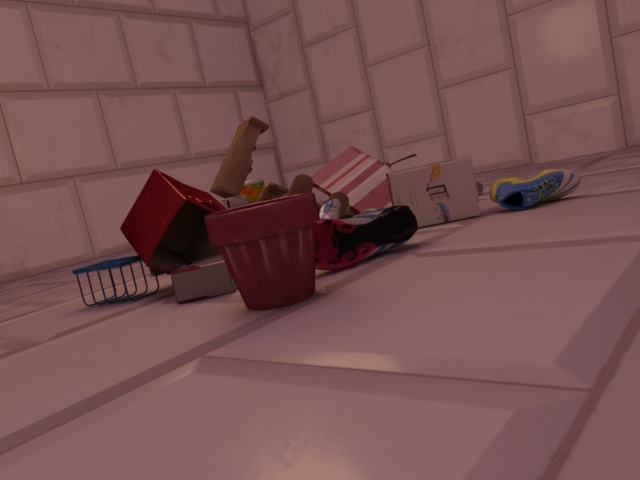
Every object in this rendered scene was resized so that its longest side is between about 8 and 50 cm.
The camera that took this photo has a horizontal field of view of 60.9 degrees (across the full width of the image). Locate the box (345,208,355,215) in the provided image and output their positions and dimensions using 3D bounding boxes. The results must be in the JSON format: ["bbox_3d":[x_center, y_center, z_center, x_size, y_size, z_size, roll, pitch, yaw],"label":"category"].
[{"bbox_3d":[0.056,-0.096,2.198,0.183,0.056,0.231,-14,7,-11],"label":"box"}]

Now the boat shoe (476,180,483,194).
[{"bbox_3d":[0.513,-0.188,2.114,0.227,0.083,0.076,1,-2,14],"label":"boat shoe"}]

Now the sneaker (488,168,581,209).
[{"bbox_3d":[0.584,-0.125,1.468,0.240,0.091,0.126,-10,25,14],"label":"sneaker"}]

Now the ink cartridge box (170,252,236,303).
[{"bbox_3d":[-0.253,0.079,1.243,0.128,0.072,0.175,-13,7,1],"label":"ink cartridge box"}]

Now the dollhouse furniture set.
[{"bbox_3d":[-0.129,-0.201,1.836,0.395,0.256,0.362,25,-7,-20],"label":"dollhouse furniture set"}]

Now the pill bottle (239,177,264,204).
[{"bbox_3d":[-0.294,-0.143,2.411,0.137,0.245,0.136,-12,7,2],"label":"pill bottle"}]

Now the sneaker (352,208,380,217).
[{"bbox_3d":[0.176,-0.067,1.640,0.121,0.079,0.217,-18,7,-29],"label":"sneaker"}]

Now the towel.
[{"bbox_3d":[0.152,-0.192,1.881,0.329,0.037,0.237,35,62,29],"label":"towel"}]

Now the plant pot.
[{"bbox_3d":[-0.090,0.020,0.979,0.202,0.180,0.201,-12,6,1],"label":"plant pot"}]

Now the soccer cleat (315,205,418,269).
[{"bbox_3d":[0.066,0.004,1.226,0.332,0.115,0.143,-13,-9,-26],"label":"soccer cleat"}]

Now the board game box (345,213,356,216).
[{"bbox_3d":[0.114,-0.074,1.952,0.260,0.039,0.124,-2,11,44],"label":"board game box"}]

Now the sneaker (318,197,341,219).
[{"bbox_3d":[0.016,-0.026,1.408,0.086,0.085,0.237,17,41,10],"label":"sneaker"}]

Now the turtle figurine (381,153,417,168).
[{"bbox_3d":[0.228,-0.201,1.968,0.267,0.197,0.275,-5,-5,-24],"label":"turtle figurine"}]

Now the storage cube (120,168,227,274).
[{"bbox_3d":[-0.358,-0.035,1.376,0.184,0.214,0.193,24,11,-47],"label":"storage cube"}]

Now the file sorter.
[{"bbox_3d":[-0.521,0.102,1.398,0.171,0.104,0.118,-8,7,27],"label":"file sorter"}]

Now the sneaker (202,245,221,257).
[{"bbox_3d":[-0.176,0.004,1.525,0.128,0.126,0.321,-13,16,37],"label":"sneaker"}]

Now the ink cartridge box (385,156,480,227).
[{"bbox_3d":[0.323,-0.138,1.584,0.233,0.168,0.171,-11,6,5],"label":"ink cartridge box"}]

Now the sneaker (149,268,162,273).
[{"bbox_3d":[-0.516,0.042,1.890,0.101,0.106,0.267,-13,5,6],"label":"sneaker"}]

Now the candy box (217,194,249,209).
[{"bbox_3d":[-0.265,-0.034,1.674,0.070,0.196,0.165,-17,9,-30],"label":"candy box"}]

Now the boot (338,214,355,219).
[{"bbox_3d":[0.000,0.000,1.524,0.161,0.083,0.247,-30,15,-28],"label":"boot"}]
